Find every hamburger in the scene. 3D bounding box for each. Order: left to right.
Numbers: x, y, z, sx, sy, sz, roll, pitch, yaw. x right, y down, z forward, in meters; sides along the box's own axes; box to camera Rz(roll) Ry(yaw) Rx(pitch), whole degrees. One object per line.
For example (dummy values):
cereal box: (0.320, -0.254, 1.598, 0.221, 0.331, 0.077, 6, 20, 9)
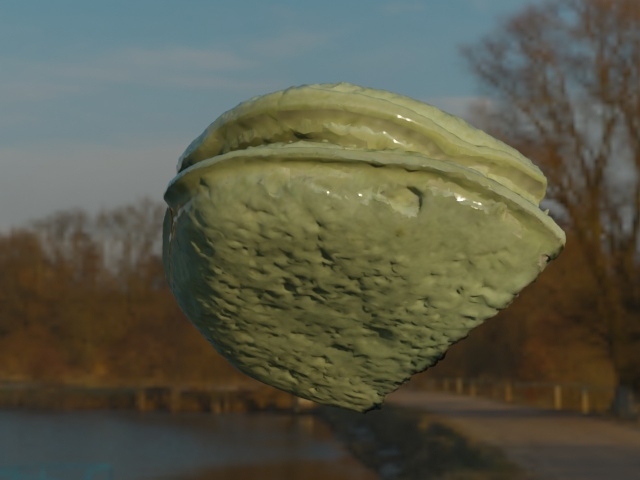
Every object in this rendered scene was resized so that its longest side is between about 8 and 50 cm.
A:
hamburger: (0.001, -0.003, 0.363, 0.084, 0.054, 0.121, 26, -27, -14)
